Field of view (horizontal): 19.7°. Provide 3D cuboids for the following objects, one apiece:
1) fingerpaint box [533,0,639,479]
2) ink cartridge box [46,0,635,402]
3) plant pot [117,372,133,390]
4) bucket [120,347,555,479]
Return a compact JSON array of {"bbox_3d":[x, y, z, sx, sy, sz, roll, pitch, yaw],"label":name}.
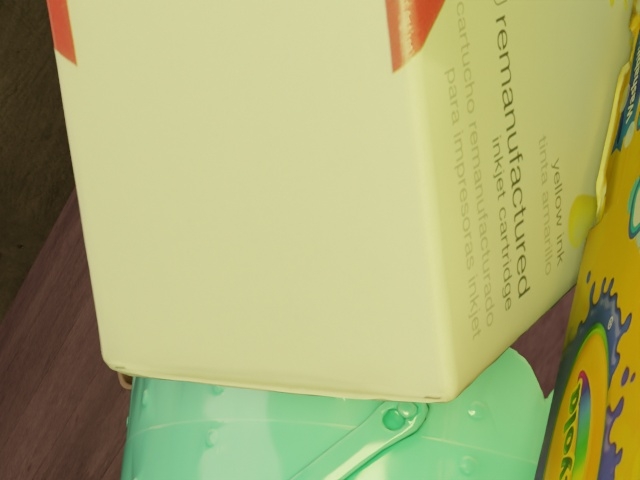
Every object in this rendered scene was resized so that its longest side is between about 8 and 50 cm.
[{"bbox_3d":[0.230,-0.075,0.593,0.371,0.163,0.445,128,158,-67],"label":"fingerpaint box"},{"bbox_3d":[0.056,-0.133,0.803,0.384,0.160,0.279,-34,-59,-55],"label":"ink cartridge box"},{"bbox_3d":[0.000,0.000,1.274,0.284,0.191,0.284,-59,18,32],"label":"plant pot"},{"bbox_3d":[0.024,0.163,0.863,0.281,0.281,0.183,144,140,-63],"label":"bucket"}]
